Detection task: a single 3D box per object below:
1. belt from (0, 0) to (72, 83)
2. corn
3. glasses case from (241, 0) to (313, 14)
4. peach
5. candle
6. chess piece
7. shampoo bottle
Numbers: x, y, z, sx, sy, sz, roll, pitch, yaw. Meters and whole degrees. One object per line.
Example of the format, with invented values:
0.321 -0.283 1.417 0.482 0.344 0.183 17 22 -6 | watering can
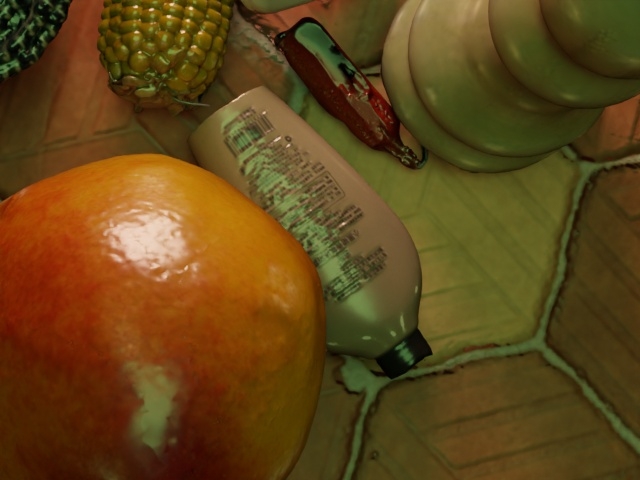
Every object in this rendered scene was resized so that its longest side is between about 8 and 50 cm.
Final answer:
-0.329 -0.198 1.100 0.295 0.160 0.207 -24 105 -6 | belt
-0.110 -0.255 1.150 0.106 0.106 0.305 10 84 -5 | corn
-0.001 -0.229 1.163 0.164 0.041 0.063 -25 106 -33 | glasses case
-0.132 0.080 1.010 0.289 0.308 0.289 0 95 4 | peach
0.029 -0.119 1.187 0.162 0.053 0.048 47 39 -6 | candle
0.181 -0.160 1.048 0.182 0.330 0.182 2 83 -16 | chess piece
0.000 0.000 1.150 0.127 0.078 0.257 -35 87 -16 | shampoo bottle
